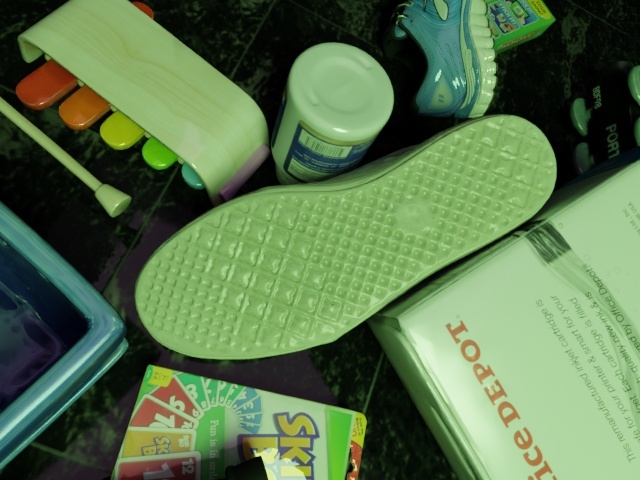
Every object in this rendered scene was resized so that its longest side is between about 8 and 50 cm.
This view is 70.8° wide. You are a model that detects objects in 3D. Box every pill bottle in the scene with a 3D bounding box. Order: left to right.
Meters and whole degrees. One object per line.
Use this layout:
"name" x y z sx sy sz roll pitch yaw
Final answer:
"pill bottle" 0.001 -0.124 0.529 0.111 0.187 0.112 5 71 -14

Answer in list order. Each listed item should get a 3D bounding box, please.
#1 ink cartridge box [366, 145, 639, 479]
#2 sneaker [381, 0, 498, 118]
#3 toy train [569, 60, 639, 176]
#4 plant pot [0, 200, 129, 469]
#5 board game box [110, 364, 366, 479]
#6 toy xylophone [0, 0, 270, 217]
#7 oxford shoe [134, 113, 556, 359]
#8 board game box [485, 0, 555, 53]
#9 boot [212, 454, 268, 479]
"ink cartridge box" 0.290 0.103 0.503 0.394 0.166 0.286 -30 88 -9
"sneaker" 0.159 -0.339 0.651 0.147 0.130 0.330 -6 86 6
"toy train" 0.506 -0.119 0.708 0.190 0.142 0.334 17 67 -23
"plant pot" -0.315 0.085 0.364 0.236 0.212 0.236 43 68 0
"board game box" -0.075 0.225 0.486 0.259 0.039 0.124 17 71 -13
"toy xylophone" -0.226 -0.163 0.535 0.323 0.081 0.236 45 67 1
"oxford shoe" 0.028 0.000 0.489 0.449 0.130 0.169 -24 91 -4
"board game box" 0.237 -0.464 0.779 0.213 0.046 0.317 -29 83 -21
"boot" -0.136 0.380 0.367 0.260 0.131 0.348 -12 78 -17
